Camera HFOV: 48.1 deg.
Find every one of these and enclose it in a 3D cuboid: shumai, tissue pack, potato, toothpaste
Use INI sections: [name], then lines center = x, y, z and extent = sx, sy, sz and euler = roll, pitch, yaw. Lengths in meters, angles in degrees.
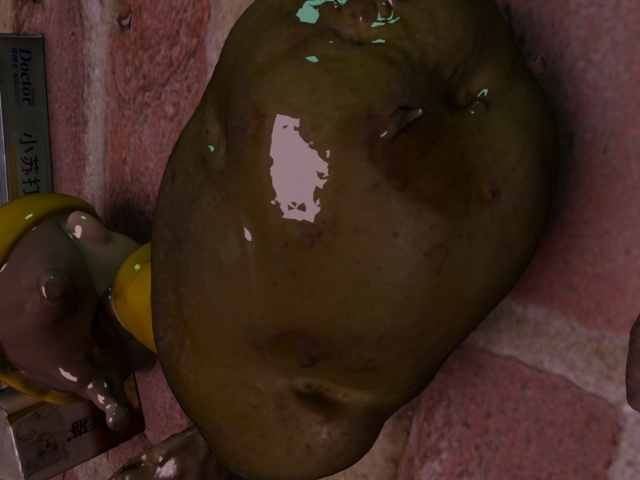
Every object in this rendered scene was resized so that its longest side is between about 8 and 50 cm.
[shumai]
center = -0.105, 0.265, 0.644
extent = 0.153, 0.161, 0.209
euler = 47, 109, 26
[tissue pack]
center = -0.291, 0.199, 0.795
extent = 0.106, 0.148, 0.099
euler = -8, 96, 42
[potato]
center = 0.001, 0.002, 0.446
extent = 0.218, 0.202, 0.351
euler = 27, 113, -2
[toothpaste]
center = -0.364, -0.085, 0.846
extent = 0.089, 0.071, 0.313
euler = 13, 108, 34

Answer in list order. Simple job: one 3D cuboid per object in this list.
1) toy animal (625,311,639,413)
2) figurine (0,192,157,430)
[toy animal]
center = 0.266, -0.012, 0.222
extent = 0.226, 0.188, 0.358
euler = 43, 137, 34
[figurine]
center = -0.190, 0.053, 0.662
extent = 0.343, 0.187, 0.215
euler = -4, 110, 35
